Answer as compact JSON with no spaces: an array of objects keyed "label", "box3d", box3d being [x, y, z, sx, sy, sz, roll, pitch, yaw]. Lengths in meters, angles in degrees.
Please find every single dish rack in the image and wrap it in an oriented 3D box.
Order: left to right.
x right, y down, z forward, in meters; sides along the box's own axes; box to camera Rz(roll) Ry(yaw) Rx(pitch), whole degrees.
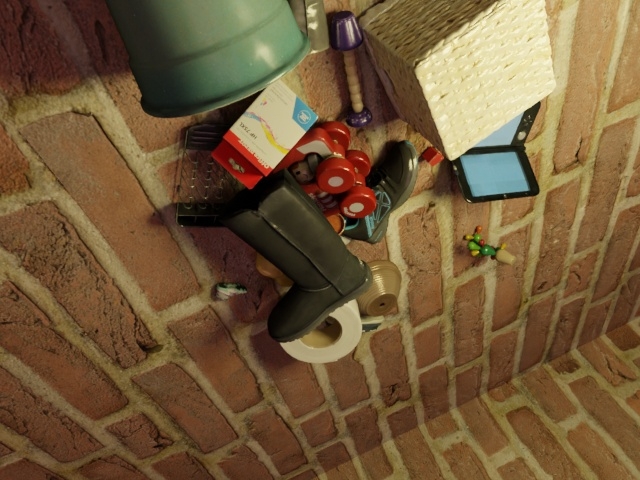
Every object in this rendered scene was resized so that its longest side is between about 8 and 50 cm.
[{"label":"dish rack","box3d":[-0.251,-0.160,1.257,0.208,0.074,0.272,-2,129,-27]}]

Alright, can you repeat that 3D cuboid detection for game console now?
[{"label":"game console","box3d":[0.545,-0.270,1.499,0.292,0.173,0.250,-8,132,-22]}]

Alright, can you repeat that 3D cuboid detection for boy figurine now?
[{"label":"boy figurine","box3d":[-0.075,0.088,1.557,0.285,0.092,0.177,7,139,-29]}]

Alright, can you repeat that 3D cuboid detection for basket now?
[{"label":"basket","box3d":[0.320,-0.428,1.177,0.331,0.267,0.328,-33,137,6]}]

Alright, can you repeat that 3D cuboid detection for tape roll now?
[{"label":"tape roll","box3d":[-0.005,0.278,1.694,0.285,0.100,0.287,-2,121,-4]}]

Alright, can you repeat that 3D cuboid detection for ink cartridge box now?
[{"label":"ink cartridge box","box3d":[-0.132,-0.243,1.167,0.134,0.078,0.231,41,89,-14]}]

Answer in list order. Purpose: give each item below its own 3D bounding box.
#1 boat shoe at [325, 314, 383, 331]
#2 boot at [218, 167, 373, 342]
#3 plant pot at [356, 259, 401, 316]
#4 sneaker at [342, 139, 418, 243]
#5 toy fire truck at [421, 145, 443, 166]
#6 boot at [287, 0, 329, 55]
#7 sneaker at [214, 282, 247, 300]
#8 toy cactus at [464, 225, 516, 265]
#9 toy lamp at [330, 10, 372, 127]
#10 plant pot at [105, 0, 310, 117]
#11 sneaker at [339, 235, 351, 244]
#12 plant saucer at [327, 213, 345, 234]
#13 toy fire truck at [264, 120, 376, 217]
[{"label":"boat shoe","box3d":[0.120,0.307,1.859,0.254,0.095,0.079,0,118,-39]},{"label":"boot","box3d":[-0.111,0.063,1.353,0.367,0.146,0.445,-37,131,9]},{"label":"plant pot","box3d":[0.195,0.190,1.777,0.237,0.110,0.238,-14,133,-16]},{"label":"sneaker","box3d":[0.166,-0.135,1.457,0.139,0.125,0.341,9,120,-26]},{"label":"toy fire truck","box3d":[0.350,-0.319,1.438,0.192,0.047,0.135,-45,131,16]},{"label":"boot","box3d":[-0.067,-0.495,1.063,0.189,0.076,0.209,-13,140,-14]},{"label":"sneaker","box3d":[-0.281,0.165,1.562,0.098,0.038,0.069,12,125,-23]},{"label":"toy cactus","box3d":[0.628,0.033,1.822,0.218,0.180,0.112,23,96,-45]},{"label":"toy lamp","box3d":[0.075,-0.406,1.205,0.080,0.080,0.275,-23,138,-7]},{"label":"plant pot","box3d":[-0.230,-0.442,0.855,0.340,0.341,0.334,-26,128,-4]},{"label":"sneaker","box3d":[0.000,0.000,1.516,0.234,0.095,0.090,2,126,-30]},{"label":"plant saucer","box3d":[0.030,-0.044,1.477,0.083,0.084,0.013,-27,157,-3]},{"label":"toy fire truck","box3d":[-0.006,-0.159,1.337,0.253,0.170,0.302,-21,142,22]}]
